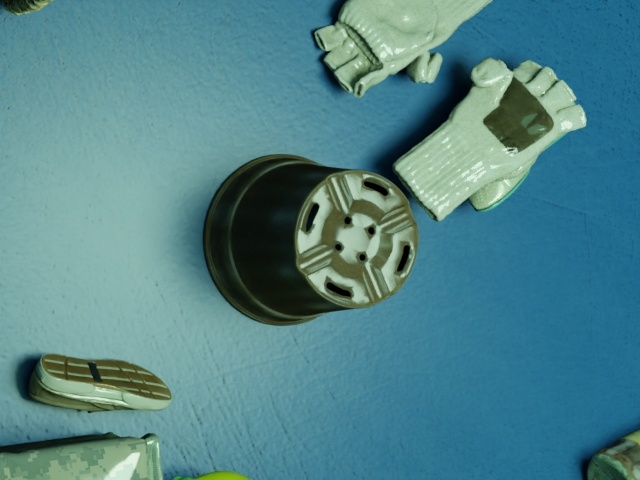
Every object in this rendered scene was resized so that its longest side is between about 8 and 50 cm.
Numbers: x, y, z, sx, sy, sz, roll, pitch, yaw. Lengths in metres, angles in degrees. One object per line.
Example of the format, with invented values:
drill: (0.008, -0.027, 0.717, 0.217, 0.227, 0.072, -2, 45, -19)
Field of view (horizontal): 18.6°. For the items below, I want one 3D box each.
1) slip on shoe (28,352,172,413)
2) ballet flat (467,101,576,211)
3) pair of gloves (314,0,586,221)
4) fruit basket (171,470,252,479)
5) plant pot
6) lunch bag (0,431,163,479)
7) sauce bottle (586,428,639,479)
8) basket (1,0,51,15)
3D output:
slip on shoe: (-0.202, 0.138, 1.787, 0.135, 0.051, 0.041, 11, 125, -33)
ballet flat: (0.195, -0.097, 1.965, 0.168, 0.057, 0.052, -45, 122, -28)
pair of gloves: (0.125, -0.163, 1.912, 0.204, 0.042, 0.240, -30, 85, -21)
fruit basket: (0.009, 0.352, 1.747, 0.392, 0.283, 0.392, 1, 88, -26)
plant pot: (0.000, 0.000, 1.813, 0.167, 0.165, 0.167, 0, 90, -26)
lunch bag: (-0.249, 0.320, 1.692, 0.235, 0.169, 0.287, -6, 88, -25)
sauce bottle: (0.444, 0.205, 2.050, 0.344, 0.111, 0.111, -21, 99, -22)
basket: (-0.183, -0.339, 1.656, 0.213, 0.299, 0.223, -28, 99, -24)
